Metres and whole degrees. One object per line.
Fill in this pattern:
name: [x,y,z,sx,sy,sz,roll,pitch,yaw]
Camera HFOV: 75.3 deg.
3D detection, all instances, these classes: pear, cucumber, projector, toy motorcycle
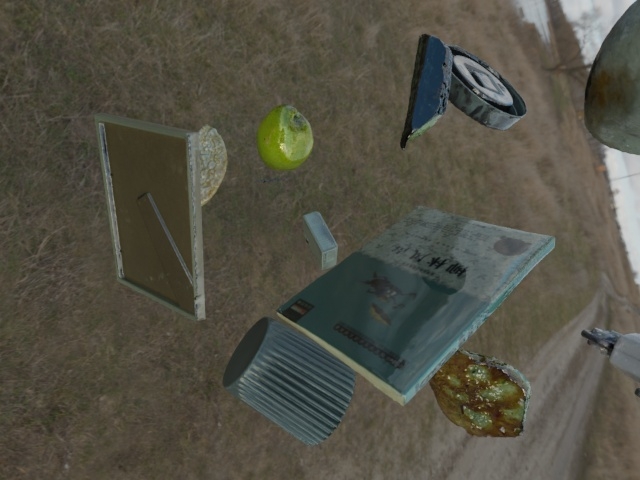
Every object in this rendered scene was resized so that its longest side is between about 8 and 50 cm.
pear: [-0.111,-0.331,1.334,0.187,0.220,0.188,14,43,-14]
cucumber: [0.192,-0.265,0.732,0.046,0.070,0.220,45,55,-80]
projector: [0.000,0.000,2.137,0.192,0.099,0.257,92,-26,-55]
toy motorcycle: [0.614,0.227,0.737,0.170,0.260,0.110,17,97,-19]

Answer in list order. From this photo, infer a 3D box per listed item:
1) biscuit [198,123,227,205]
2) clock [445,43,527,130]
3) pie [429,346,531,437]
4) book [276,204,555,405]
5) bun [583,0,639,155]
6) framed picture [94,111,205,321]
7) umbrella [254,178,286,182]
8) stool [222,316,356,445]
biscuit: [-0.344,-0.191,1.112,0.040,0.188,0.266,63,43,-72]
clock: [0.447,-0.439,1.185,0.312,0.061,0.313,18,47,-20]
pie: [0.467,0.452,1.245,0.103,0.288,0.355,-42,129,-44]
book: [0.148,0.061,0.652,0.379,0.264,0.031,-34,125,-30]
bun: [0.575,-0.268,0.611,0.362,0.362,0.211,15,42,-51]
framed picture: [-0.259,-0.034,0.635,0.020,0.211,0.290,-27,128,-52]
umbrella: [-0.222,-0.267,1.839,0.148,0.022,0.022,-11,125,-26]
stool: [-0.106,0.433,1.317,0.330,0.297,0.297,36,46,-15]
